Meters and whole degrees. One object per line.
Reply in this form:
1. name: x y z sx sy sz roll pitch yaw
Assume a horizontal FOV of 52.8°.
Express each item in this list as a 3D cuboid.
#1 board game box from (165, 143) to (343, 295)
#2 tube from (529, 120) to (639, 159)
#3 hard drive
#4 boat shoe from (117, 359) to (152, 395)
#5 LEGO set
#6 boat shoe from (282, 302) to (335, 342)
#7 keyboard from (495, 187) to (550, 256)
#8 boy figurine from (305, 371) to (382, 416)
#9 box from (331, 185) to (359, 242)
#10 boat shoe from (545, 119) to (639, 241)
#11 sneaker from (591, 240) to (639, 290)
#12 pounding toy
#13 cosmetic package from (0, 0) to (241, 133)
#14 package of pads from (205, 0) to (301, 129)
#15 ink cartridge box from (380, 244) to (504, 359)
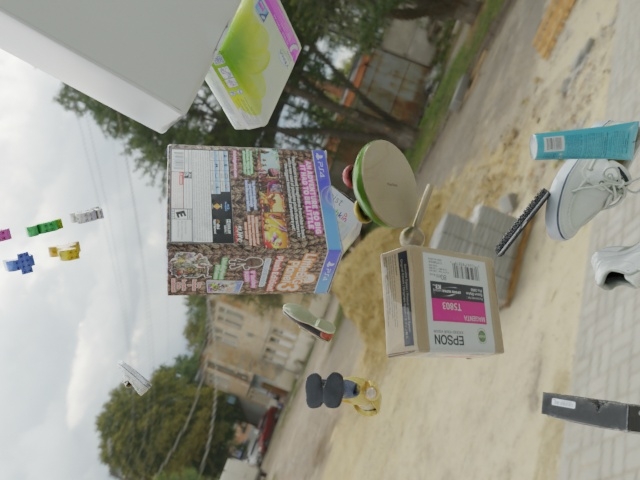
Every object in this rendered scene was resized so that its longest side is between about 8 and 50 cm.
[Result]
1. board game box: -0.127 -0.036 1.151 0.141 0.290 0.232 107 159 -52
2. tube: 0.529 -0.194 1.291 0.052 0.207 0.080 -89 -4 -59
3. hard drive: 0.727 0.415 1.518 0.237 0.338 0.064 -9 72 60
4. boat shoe: -0.364 0.264 1.234 0.035 0.100 0.035 -52 -35 -16
5. LEGO set: -0.482 0.005 1.147 0.093 0.227 0.087 7 111 52
6. boat shoe: -0.030 0.193 1.505 0.049 0.137 0.043 -53 -14 -50
7. keyboard: 0.461 -0.043 1.478 0.180 0.023 0.108 -54 -8 15
8. boy figurine: 0.065 0.376 1.576 0.285 0.177 0.092 35 -128 -57
9. box: 0.000 0.000 1.785 0.231 0.126 0.262 -50 -8 -10
10. boat shoe: 0.661 -0.140 1.490 0.156 0.136 0.367 8 51 50
11. sneaker: 0.702 0.053 1.389 0.232 0.090 0.115 -31 27 41
12. pounding toy: 0.120 -0.090 1.330 0.110 0.237 0.183 -15 51 40
13. cosmetic package: -0.297 -0.314 0.749 0.156 0.385 0.217 -1 62 63
14. package of pads: -0.159 -0.425 1.459 0.229 0.101 0.297 60 -140 -46
15. ink cartridge box: 0.229 0.120 1.205 0.088 0.234 0.193 -23 66 49
